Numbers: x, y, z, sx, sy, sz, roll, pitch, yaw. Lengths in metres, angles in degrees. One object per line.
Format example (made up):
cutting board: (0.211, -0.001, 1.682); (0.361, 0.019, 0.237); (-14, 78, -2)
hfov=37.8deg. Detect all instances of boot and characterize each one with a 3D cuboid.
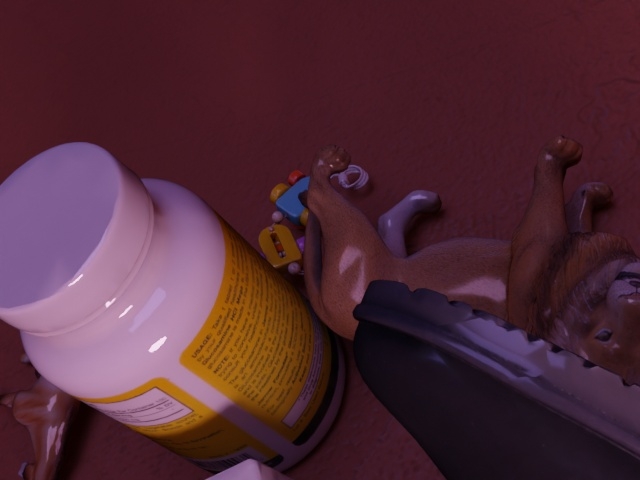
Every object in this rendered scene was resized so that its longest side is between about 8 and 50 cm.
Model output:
boot: (0.084, 0.288, 0.511); (0.367, 0.146, 0.445); (27, 85, 19)

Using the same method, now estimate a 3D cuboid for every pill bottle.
pill bottle: (-0.126, 0.067, 0.788); (0.187, 0.334, 0.188); (-15, 55, 21)

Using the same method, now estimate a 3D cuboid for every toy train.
toy train: (0.000, 0.000, 0.952); (0.125, 0.046, 0.166); (0, 53, 9)

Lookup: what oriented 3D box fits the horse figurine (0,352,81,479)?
horse figurine: (-0.270, 0.129, 1.010); (0.263, 0.066, 0.174); (-51, 44, -4)

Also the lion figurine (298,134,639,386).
lion figurine: (0.120, 0.038, 0.798); (0.392, 0.142, 0.240); (-4, 57, 33)

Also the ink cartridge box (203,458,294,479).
ink cartridge box: (-0.059, 0.319, 0.698); (0.171, 0.168, 0.233); (-27, 50, 14)
